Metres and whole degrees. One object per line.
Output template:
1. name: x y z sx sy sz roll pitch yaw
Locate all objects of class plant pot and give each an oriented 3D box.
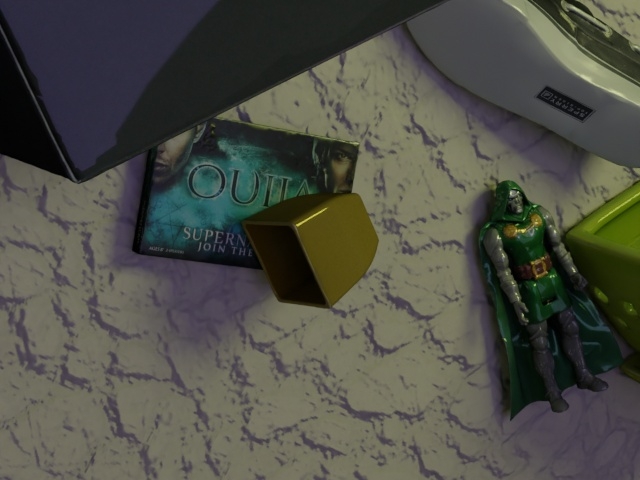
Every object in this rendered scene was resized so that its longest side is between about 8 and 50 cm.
1. plant pot: 0.000 0.000 0.979 0.083 0.081 0.081 -34 110 -29
2. plant pot: 0.414 0.050 1.137 0.227 0.228 0.207 -30 115 -20

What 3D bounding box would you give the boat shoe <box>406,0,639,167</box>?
1. boat shoe: 0.212 -0.181 1.077 0.301 0.108 0.102 27 53 -14

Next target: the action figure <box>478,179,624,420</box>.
1. action figure: 0.212 0.049 1.129 0.137 0.063 0.232 -26 104 -17

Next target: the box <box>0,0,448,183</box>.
1. box: -0.113 -0.187 0.807 0.296 0.294 0.182 -29 108 -19

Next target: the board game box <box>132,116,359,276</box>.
1. board game box: -0.061 -0.039 1.001 0.186 0.026 0.126 8 94 -26
